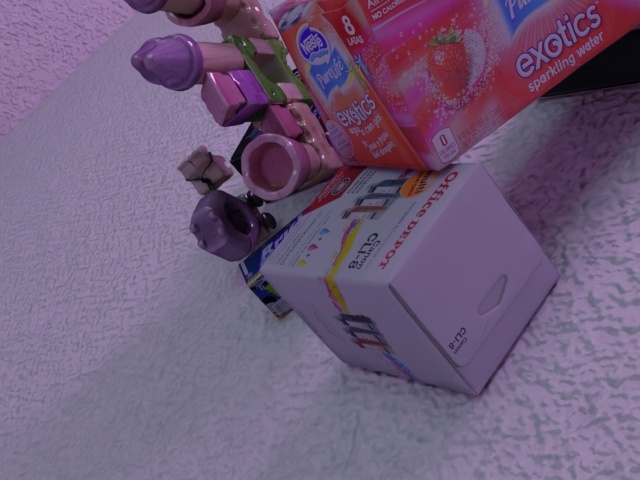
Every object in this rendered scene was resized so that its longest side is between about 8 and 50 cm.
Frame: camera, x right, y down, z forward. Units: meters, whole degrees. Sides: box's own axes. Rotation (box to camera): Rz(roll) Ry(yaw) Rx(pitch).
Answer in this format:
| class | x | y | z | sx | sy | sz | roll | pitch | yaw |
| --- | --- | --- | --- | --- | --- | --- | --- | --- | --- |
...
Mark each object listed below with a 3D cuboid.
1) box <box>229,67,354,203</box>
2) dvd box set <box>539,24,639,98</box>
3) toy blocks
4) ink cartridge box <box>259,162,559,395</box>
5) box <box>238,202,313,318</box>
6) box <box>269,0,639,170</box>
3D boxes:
| class | x | y | z | sx | sy | sz | roll | pitch | yaw |
| --- | --- | --- | --- | --- | --- | --- | --- | --- | --- |
| box | -0.009 | -0.150 | 1.230 | 0.147 | 0.077 | 0.180 | -19 | 33 | 39 |
| dvd box set | 0.398 | -0.312 | 0.946 | 0.307 | 0.062 | 0.420 | 0 | 46 | 54 |
| toy blocks | -0.102 | -0.155 | 1.010 | 0.309 | 0.289 | 0.260 | -35 | -7 | 27 |
| ink cartridge box | 0.069 | 0.025 | 0.791 | 0.128 | 0.127 | 0.176 | -51 | 28 | -22 |
| box | 0.000 | 0.000 | 1.008 | 0.169 | 0.054 | 0.059 | -39 | 25 | 3 |
| box | 0.132 | -0.198 | 0.814 | 0.300 | 0.154 | 0.142 | -35 | 21 | -21 |
